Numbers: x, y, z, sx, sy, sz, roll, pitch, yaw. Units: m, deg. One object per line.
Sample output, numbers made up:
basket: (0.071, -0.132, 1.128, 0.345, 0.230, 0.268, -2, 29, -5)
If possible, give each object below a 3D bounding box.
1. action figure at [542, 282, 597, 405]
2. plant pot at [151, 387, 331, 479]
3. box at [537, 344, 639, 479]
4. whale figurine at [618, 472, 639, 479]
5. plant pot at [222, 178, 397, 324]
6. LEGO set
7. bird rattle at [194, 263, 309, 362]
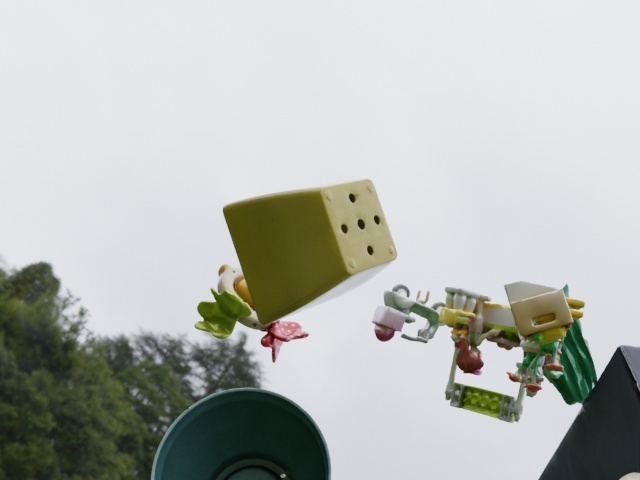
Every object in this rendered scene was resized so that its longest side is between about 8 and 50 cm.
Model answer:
action figure: (0.414, 0.202, 1.244, 0.232, 0.137, 0.063, 57, -16, -21)
plant pot: (-0.128, 0.431, 1.260, 0.293, 0.293, 0.196, 24, -31, 16)
box: (0.666, 0.419, 1.170, 0.472, 0.297, 0.479, 0, -44, -5)
whale figurine: (0.318, 0.402, 0.936, 0.272, 0.216, 0.141, -24, -71, 1)
plant pot: (0.000, 0.000, 1.216, 0.187, 0.212, 0.212, -20, -93, 41)
LEGO set: (0.147, 0.098, 0.611, 0.132, 0.107, 0.287, 15, -7, -15)
bird rattle: (-0.148, 0.145, 1.646, 0.254, 0.206, 0.143, 17, -51, -28)
